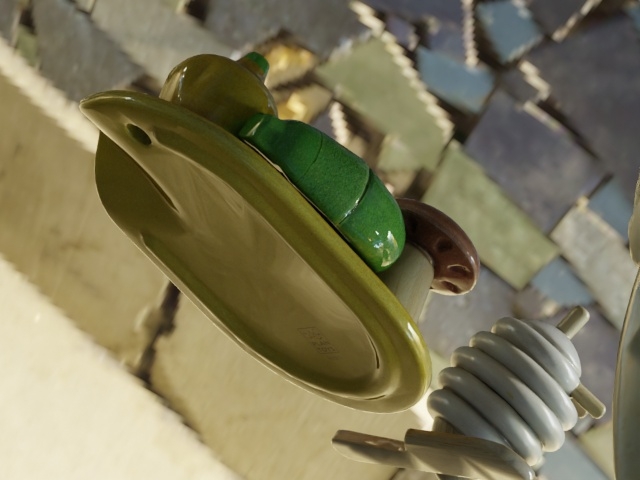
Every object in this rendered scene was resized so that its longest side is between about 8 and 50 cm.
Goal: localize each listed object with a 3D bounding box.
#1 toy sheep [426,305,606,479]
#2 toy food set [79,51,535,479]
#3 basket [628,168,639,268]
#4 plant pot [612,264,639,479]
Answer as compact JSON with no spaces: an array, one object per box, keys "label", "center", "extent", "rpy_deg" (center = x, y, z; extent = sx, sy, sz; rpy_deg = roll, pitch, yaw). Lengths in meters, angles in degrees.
[{"label":"toy sheep","center":[0.112,0.090,1.157],"extent":[0.091,0.091,0.132],"rpy_deg":[41,76,6]},{"label":"toy food set","center":[0.000,0.000,0.796],"extent":[0.218,0.128,0.071],"rpy_deg":[48,62,-21]},{"label":"basket","center":[0.337,-0.081,0.842],"extent":[0.266,0.328,0.331],"rpy_deg":[27,71,-47]},{"label":"plant pot","center":[0.211,-0.016,0.407],"extent":[0.333,0.305,0.334],"rpy_deg":[-6,62,12]}]
